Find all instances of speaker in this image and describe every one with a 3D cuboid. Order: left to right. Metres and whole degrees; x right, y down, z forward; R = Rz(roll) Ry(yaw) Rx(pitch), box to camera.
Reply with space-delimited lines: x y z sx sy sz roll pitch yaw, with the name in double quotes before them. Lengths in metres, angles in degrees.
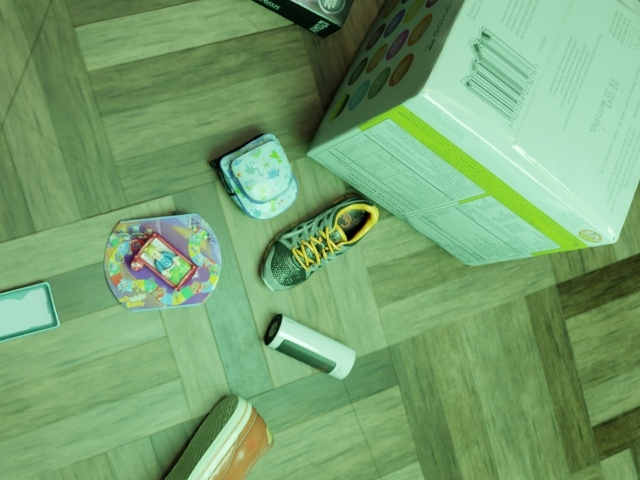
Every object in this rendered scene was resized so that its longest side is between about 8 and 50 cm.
"speaker" -0.015 0.164 1.349 0.136 0.055 0.055 28 82 -19

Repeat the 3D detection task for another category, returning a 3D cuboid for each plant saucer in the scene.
"plant saucer" -0.463 0.112 1.207 0.192 0.018 0.067 -15 96 -20

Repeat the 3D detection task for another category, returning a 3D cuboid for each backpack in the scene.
"backpack" -0.089 -0.090 1.302 0.105 0.084 0.114 -30 103 -14

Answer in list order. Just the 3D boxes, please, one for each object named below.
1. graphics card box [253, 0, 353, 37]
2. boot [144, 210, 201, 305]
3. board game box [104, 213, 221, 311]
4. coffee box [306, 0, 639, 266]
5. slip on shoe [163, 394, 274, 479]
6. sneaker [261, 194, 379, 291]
"graphics card box" -0.097 -0.485 1.288 0.371 0.094 0.232 25 83 -19
"boot" -0.221 0.029 1.285 0.114 0.037 0.106 -39 101 -10
"board game box" -0.227 0.032 1.252 0.169 0.033 0.133 -6 87 0
"coffee box" 0.244 -0.202 1.266 0.338 0.334 0.337 33 70 -18
"slip on shoe" -0.182 0.383 1.265 0.101 0.123 0.331 42 73 -20
"sneaker" 0.000 0.000 1.337 0.215 0.083 0.084 -40 105 -13
